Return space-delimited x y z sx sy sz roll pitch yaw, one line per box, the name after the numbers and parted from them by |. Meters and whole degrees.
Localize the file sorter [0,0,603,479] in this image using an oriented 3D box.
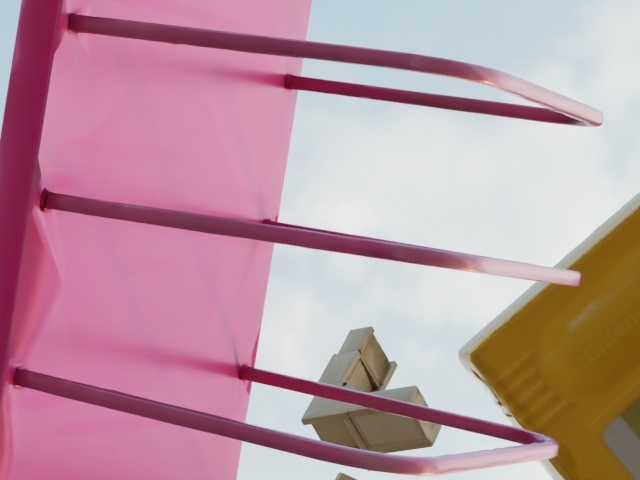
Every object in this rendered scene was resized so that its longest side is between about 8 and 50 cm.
0.000 0.000 0.791 0.182 0.202 0.291 9 -89 25 | file sorter

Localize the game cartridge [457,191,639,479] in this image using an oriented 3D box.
0.295 0.109 1.331 0.285 0.052 0.324 -40 -82 -10 | game cartridge

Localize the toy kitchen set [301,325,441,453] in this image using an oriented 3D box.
0.046 0.098 1.159 0.075 0.083 0.068 -12 -60 33 | toy kitchen set

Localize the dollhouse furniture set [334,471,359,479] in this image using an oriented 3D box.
0.072 0.373 1.458 0.303 0.174 0.355 21 -107 12 | dollhouse furniture set
